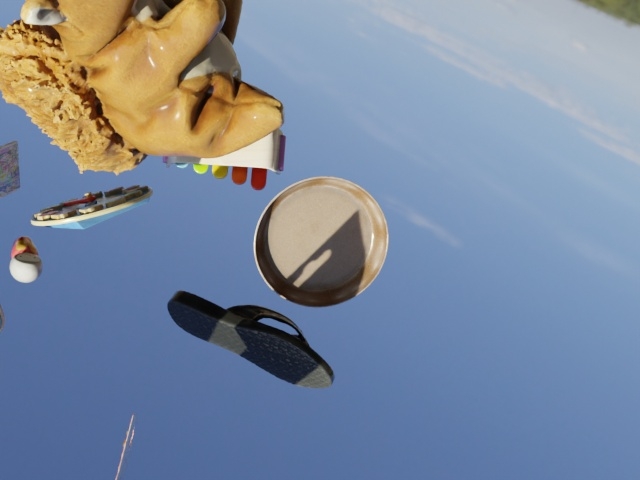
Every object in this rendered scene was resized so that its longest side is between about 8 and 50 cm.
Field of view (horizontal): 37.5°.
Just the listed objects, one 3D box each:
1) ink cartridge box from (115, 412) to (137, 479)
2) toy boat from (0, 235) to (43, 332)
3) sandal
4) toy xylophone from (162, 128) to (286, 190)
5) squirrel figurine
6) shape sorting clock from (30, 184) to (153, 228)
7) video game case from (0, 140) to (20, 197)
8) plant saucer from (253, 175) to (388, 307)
[{"bbox_3d":[-0.425,0.492,1.696,0.091,0.385,0.308,16,166,-6],"label":"ink cartridge box"},{"bbox_3d":[-0.738,0.103,2.004,0.267,0.318,0.148,60,176,-32],"label":"toy boat"},{"bbox_3d":[-0.153,0.205,2.194,0.446,0.167,0.107,23,-125,20],"label":"sandal"},{"bbox_3d":[-0.242,-0.268,2.412,0.323,0.236,0.081,12,171,1],"label":"toy xylophone"},{"bbox_3d":[-0.312,-0.270,1.340,0.370,0.397,0.281,33,-142,-53],"label":"squirrel figurine"},{"bbox_3d":[-0.383,-0.061,1.580,0.206,0.040,0.206,-14,-164,4],"label":"shape sorting clock"},{"bbox_3d":[-0.728,-0.161,2.171,0.011,0.122,0.087,17,-151,20],"label":"video game case"},{"bbox_3d":[0.000,0.000,2.150,0.311,0.310,0.050,19,-167,-16],"label":"plant saucer"}]
